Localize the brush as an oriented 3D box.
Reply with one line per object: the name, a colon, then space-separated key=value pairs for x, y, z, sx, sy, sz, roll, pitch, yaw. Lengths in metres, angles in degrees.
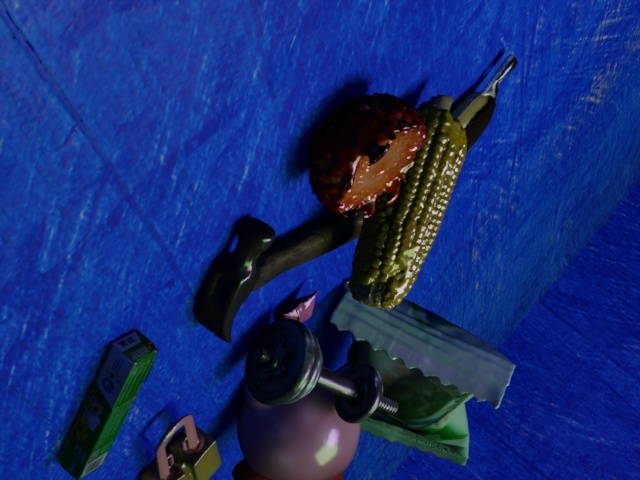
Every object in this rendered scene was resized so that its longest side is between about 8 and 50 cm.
brush: x=-0.176 y=0.262 z=1.899 sx=0.103 sy=0.047 sz=0.233 roll=-46 pitch=163 yaw=-19

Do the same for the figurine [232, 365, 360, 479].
figurine: x=-0.029 y=0.244 z=2.069 sx=0.173 sy=0.173 sz=0.173 roll=-47 pitch=164 yaw=-17

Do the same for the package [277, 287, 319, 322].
package: x=-0.031 y=0.093 z=1.957 sx=0.059 sy=0.029 sz=0.083 roll=-37 pitch=164 yaw=-29

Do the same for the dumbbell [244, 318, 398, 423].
dumbbell: x=0.010 y=0.176 z=1.953 sx=0.254 sy=0.110 sz=0.110 roll=25 pitch=106 yaw=-41

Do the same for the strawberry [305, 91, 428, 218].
strawberry: x=0.044 y=-0.092 z=1.626 sx=0.145 sy=0.086 sz=0.145 roll=-47 pitch=163 yaw=-19

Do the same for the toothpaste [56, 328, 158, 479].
toothpaste: x=-0.216 y=0.168 z=1.575 sx=0.043 sy=0.037 sz=0.178 roll=-26 pitch=151 yaw=-51

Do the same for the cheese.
cheese: x=0.199 y=-0.170 z=1.995 sx=0.162 sy=0.036 sz=0.086 roll=-52 pitch=162 yaw=2

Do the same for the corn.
corn: x=0.101 y=-0.047 z=1.798 sx=0.097 sy=0.097 sz=0.261 roll=24 pitch=85 yaw=-75

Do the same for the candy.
candy: x=0.120 y=0.214 z=2.236 sx=0.172 sy=0.263 sz=0.398 roll=-57 pitch=170 yaw=-31

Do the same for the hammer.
hammer: x=0.000 y=0.000 z=1.797 sx=0.440 sy=0.044 sz=0.168 roll=-27 pitch=151 yaw=-57
